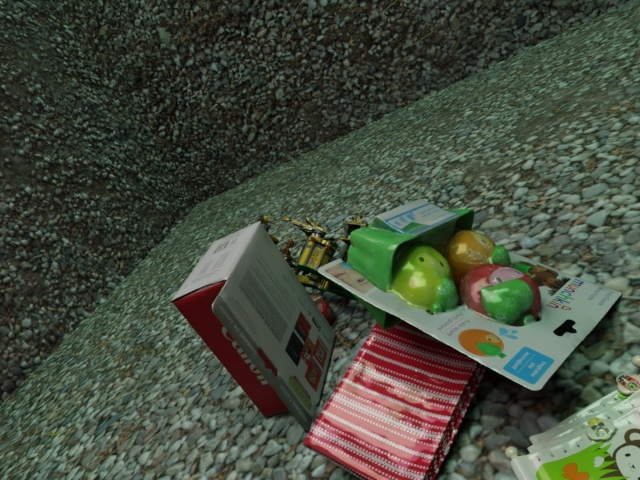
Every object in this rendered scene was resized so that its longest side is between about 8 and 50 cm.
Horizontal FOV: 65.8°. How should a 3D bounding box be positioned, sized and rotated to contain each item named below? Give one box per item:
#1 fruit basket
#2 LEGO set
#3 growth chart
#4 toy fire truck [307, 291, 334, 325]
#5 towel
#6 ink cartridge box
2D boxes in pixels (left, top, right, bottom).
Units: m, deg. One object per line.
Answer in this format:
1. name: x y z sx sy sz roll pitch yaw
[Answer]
1. fruit basket: 0.228 0.055 0.756 0.327 0.165 0.353 -21 29 -41
2. LEGO set: 0.000 0.000 1.137 0.331 0.255 0.192 2 65 59
3. growth chart: 0.333 0.241 0.558 0.237 0.021 0.172 -33 22 -1
4. toy fire truck: -0.033 0.163 1.188 0.192 0.047 0.135 -11 28 41
5. towel: 0.120 0.227 0.746 0.199 0.031 0.275 13 53 37
6. ink cartridge box: -0.117 0.169 0.926 0.130 0.309 0.272 -23 23 23
